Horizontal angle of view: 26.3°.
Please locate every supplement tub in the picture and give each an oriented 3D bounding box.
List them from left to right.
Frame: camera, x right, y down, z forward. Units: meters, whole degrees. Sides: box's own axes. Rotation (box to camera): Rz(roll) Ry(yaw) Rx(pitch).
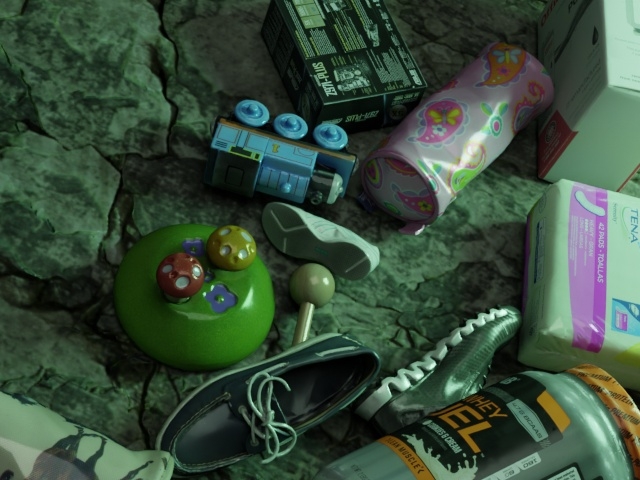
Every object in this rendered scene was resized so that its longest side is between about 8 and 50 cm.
[{"bbox_3d":[0.166,0.254,1.373,0.316,0.193,0.193,-23,67,-18],"label":"supplement tub"}]

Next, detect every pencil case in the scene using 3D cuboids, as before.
[{"bbox_3d":[-0.344,0.191,1.308,0.410,0.183,0.160,27,83,2],"label":"pencil case"},{"bbox_3d":[0.169,-0.129,1.694,0.124,0.124,0.284,39,57,10],"label":"pencil case"}]

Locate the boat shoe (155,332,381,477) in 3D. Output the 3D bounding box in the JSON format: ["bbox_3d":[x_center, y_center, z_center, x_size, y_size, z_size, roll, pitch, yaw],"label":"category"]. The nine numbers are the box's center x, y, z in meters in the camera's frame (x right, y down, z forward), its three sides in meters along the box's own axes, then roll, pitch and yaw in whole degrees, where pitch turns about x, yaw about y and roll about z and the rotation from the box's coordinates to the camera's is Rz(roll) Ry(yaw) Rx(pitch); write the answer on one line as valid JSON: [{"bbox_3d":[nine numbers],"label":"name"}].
[{"bbox_3d":[-0.050,0.175,1.433,0.254,0.079,0.095,-22,100,-23],"label":"boat shoe"}]

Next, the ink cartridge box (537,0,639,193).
[{"bbox_3d":[0.368,-0.233,1.761,0.117,0.207,0.283,13,55,-11],"label":"ink cartridge box"}]

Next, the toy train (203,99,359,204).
[{"bbox_3d":[-0.047,-0.096,1.620,0.184,0.080,0.105,17,48,-2],"label":"toy train"}]

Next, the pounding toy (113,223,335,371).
[{"bbox_3d":[-0.104,0.049,1.498,0.237,0.110,0.183,21,55,-3],"label":"pounding toy"}]

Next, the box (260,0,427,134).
[{"bbox_3d":[0.027,-0.230,1.734,0.147,0.077,0.180,-13,63,-24],"label":"box"}]

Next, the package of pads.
[{"bbox_3d":[0.389,0.063,1.644,0.296,0.101,0.229,15,57,-8],"label":"package of pads"}]

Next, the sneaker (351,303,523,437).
[{"bbox_3d":[0.151,0.161,1.527,0.234,0.078,0.106,-31,74,-27],"label":"sneaker"}]

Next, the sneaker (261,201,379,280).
[{"bbox_3d":[0.000,0.000,1.602,0.152,0.054,0.061,29,20,16],"label":"sneaker"}]
